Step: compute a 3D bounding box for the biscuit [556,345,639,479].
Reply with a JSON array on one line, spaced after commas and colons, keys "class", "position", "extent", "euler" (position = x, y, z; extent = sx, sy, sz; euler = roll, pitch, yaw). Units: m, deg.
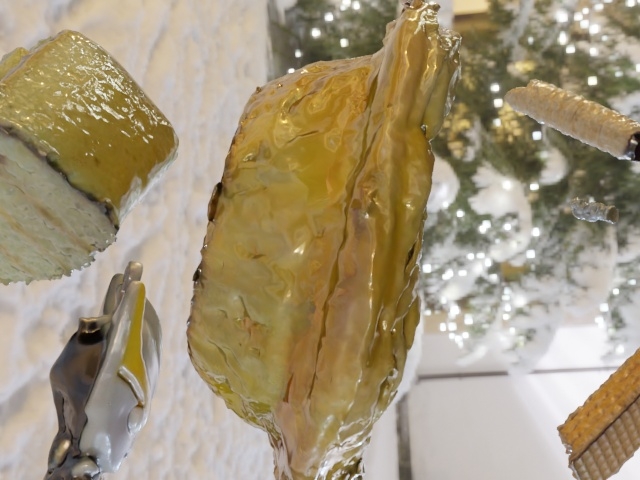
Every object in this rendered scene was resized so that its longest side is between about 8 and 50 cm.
[{"class": "biscuit", "position": [0.439, 0.164, 1.092], "extent": [0.054, 0.379, 0.094], "euler": [31, -22, 54]}]

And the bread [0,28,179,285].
[{"class": "bread", "position": [-0.326, -0.113, 1.032], "extent": [0.239, 0.395, 0.264], "euler": [54, 48, -26]}]

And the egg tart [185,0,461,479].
[{"class": "egg tart", "position": [0.000, 0.000, 0.488], "extent": [0.288, 0.118, 0.288], "euler": [16, 90, -89]}]

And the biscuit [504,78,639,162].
[{"class": "biscuit", "position": [0.338, -0.161, 1.139], "extent": [0.219, 0.061, 0.055], "euler": [38, -49, 46]}]

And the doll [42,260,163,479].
[{"class": "doll", "position": [-0.225, 0.174, 0.858], "extent": [0.145, 0.103, 0.316], "euler": [59, 49, -81]}]

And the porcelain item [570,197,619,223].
[{"class": "porcelain item", "position": [0.400, -0.044, 1.276], "extent": [0.036, 0.028, 0.083], "euler": [48, -13, -31]}]
